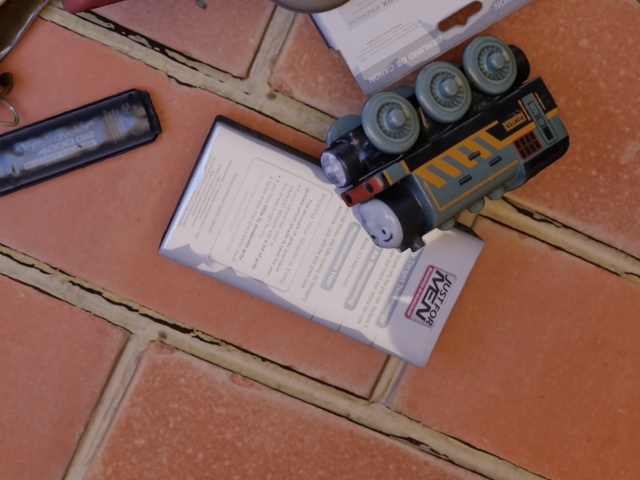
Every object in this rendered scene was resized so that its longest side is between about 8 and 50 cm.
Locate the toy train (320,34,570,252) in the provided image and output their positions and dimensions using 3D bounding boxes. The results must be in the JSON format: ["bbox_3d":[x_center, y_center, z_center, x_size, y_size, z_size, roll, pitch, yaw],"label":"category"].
[{"bbox_3d":[0.157,-0.121,1.698,0.334,0.142,0.190,-32,92,-30],"label":"toy train"}]

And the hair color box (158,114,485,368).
[{"bbox_3d":[0.000,0.000,1.771,0.375,0.113,0.185,24,98,-7],"label":"hair color box"}]

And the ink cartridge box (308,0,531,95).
[{"bbox_3d":[0.112,-0.371,1.704,0.309,0.130,0.271,-30,101,2],"label":"ink cartridge box"}]

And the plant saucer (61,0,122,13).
[{"bbox_3d":[-0.172,-0.386,1.431,0.259,0.048,0.258,-17,115,-11],"label":"plant saucer"}]

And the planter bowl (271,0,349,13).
[{"bbox_3d":[-0.010,-0.342,1.581,0.162,0.109,0.162,0,101,-2],"label":"planter bowl"}]

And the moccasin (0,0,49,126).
[{"bbox_3d":[-0.435,-0.214,1.689,0.147,0.139,0.380,33,87,13],"label":"moccasin"}]

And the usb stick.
[{"bbox_3d":[-0.343,-0.120,1.759,0.278,0.045,0.077,-20,92,0],"label":"usb stick"}]
